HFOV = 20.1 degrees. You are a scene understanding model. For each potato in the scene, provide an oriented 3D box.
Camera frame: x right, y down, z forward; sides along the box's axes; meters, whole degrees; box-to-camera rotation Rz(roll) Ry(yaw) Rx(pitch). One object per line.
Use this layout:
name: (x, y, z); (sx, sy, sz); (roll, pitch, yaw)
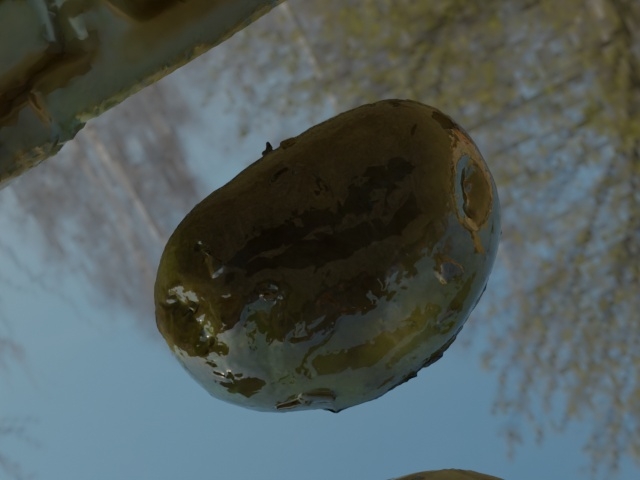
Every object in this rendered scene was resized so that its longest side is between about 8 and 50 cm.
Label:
potato: (0.000, 0.000, 0.967); (0.200, 0.164, 0.081); (-34, 158, -5)

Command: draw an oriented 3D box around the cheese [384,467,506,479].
cheese: (0.123, 0.258, 1.355); (0.154, 0.198, 0.189); (-47, -127, 6)

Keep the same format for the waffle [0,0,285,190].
waffle: (-0.126, -0.206, 0.735); (0.304, 0.348, 0.077); (-36, -148, -24)
